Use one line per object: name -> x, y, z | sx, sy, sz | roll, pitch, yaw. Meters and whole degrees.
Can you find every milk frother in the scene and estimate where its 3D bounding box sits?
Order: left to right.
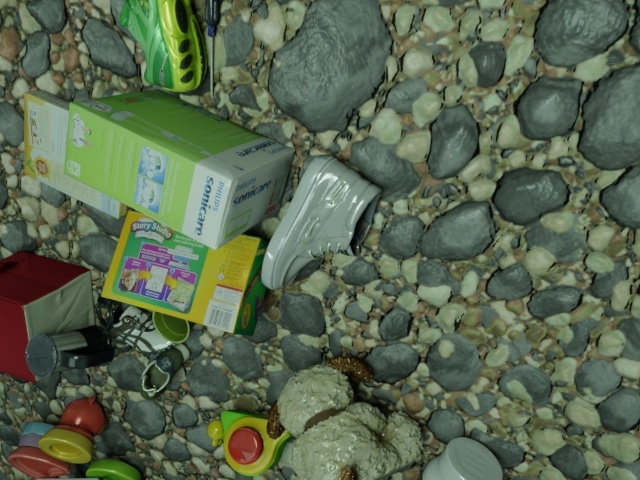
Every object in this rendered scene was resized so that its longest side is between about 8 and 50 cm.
milk frother -> -0.485, 0.185, 1.097 | 0.129, 0.135, 0.143 | -11, 85, 24

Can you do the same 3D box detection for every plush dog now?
plush dog -> 0.012, 0.322, 0.945 | 0.263, 0.210, 0.225 | -34, 61, 2

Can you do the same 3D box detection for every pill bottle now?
pill bottle -> 0.219, 0.454, 0.959 | 0.121, 0.121, 0.221 | 28, 119, 12

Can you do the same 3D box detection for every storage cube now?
storage cube -> -0.620, 0.157, 1.175 | 0.193, 0.184, 0.214 | 12, 114, 18

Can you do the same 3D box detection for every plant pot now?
plant pot -> -0.267, 0.144, 1.074 | 0.084, 0.079, 0.083 | 9, 114, 21

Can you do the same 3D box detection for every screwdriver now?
screwdriver -> -0.176, -0.312, 0.885 | 0.024, 0.025, 0.169 | 16, 115, 18

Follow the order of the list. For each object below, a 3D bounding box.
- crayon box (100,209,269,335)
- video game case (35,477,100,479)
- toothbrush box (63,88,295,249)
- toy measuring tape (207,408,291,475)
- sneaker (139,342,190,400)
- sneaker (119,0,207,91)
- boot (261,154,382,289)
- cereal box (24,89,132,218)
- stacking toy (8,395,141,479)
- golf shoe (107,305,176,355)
crayon box -> -0.234, 0.055, 0.981 | 0.279, 0.081, 0.165 | 12, 81, 20
video game case -> -0.591, 0.651, 1.401 | 0.202, 0.023, 0.183 | -10, 130, 21
toothbrush box -> -0.216, -0.125, 0.871 | 0.283, 0.206, 0.122 | 24, 117, 13
toy measuring tape -> -0.072, 0.407, 1.073 | 0.331, 0.121, 0.121 | 5, 112, 16
sneaker -> -0.352, 0.291, 1.165 | 0.064, 0.086, 0.192 | 43, 121, 3
sneaker -> -0.261, -0.377, 0.848 | 0.124, 0.109, 0.295 | 2, 111, 19
boot -> 0.000, 0.000, 0.888 | 0.123, 0.095, 0.258 | 34, 119, 16
cereal box -> -0.458, -0.164, 1.054 | 0.240, 0.047, 0.172 | 24, 118, 13
stacking toy -> -0.588, 0.517, 1.379 | 0.309, 0.130, 0.279 | -27, 124, 33
golf shoe -> -0.366, 0.181, 1.135 | 0.198, 0.077, 0.093 | -4, 108, 24
